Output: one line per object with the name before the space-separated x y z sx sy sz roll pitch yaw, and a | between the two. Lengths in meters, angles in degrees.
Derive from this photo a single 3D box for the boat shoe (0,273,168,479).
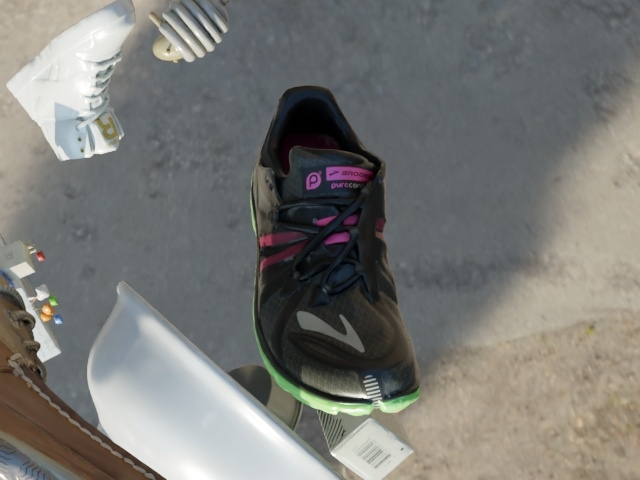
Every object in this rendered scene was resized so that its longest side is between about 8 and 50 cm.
boat shoe | -0.198 0.063 0.624 0.324 0.116 0.123 31 143 3

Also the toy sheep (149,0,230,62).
toy sheep | -0.166 -0.285 1.560 0.132 0.091 0.091 -42 109 3

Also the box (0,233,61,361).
box | -0.517 0.096 1.879 0.119 0.182 0.181 -28 140 -10

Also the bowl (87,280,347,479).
bowl | -0.123 0.185 1.144 0.298 0.298 0.134 43 83 -18

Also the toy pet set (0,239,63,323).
toy pet set | -0.421 0.056 1.656 0.065 0.122 0.114 -23 152 0

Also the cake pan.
cake pan | -0.153 0.300 1.803 0.293 0.293 0.054 -36 113 16

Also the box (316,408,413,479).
box | 0.057 0.274 1.995 0.094 0.275 0.113 -44 115 11

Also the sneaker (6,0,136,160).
sneaker | -0.308 -0.212 1.651 0.292 0.108 0.169 -27 98 48

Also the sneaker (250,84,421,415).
sneaker | 0.000 0.000 1.413 0.185 0.483 0.202 -8 138 -12
